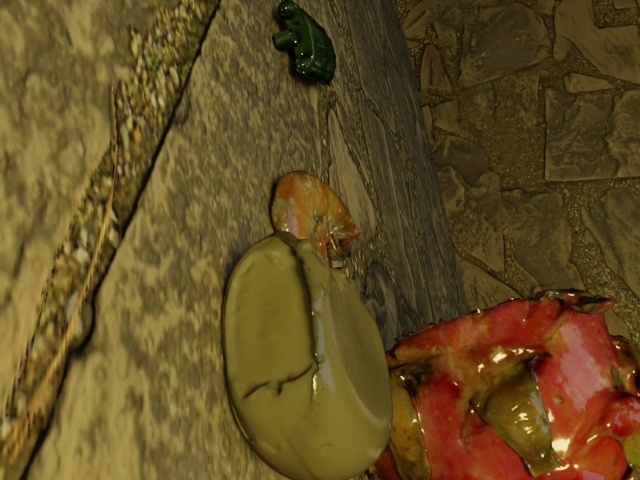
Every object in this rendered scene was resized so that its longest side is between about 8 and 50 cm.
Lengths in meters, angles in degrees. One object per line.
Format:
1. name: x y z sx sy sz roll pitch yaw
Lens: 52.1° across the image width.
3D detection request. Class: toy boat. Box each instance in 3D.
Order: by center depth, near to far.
1. toy boat: -0.013 -0.267 0.907 0.210 0.052 0.104 -30 101 -75

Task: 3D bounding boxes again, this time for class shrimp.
1. shrimp: -0.004 0.000 0.704 0.187 0.052 0.132 26 61 -59

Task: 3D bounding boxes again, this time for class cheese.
1. cheese: -0.002 0.101 0.517 0.202 0.091 0.175 46 31 -62

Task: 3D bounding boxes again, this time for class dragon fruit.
1. dragon fruit: 0.191 0.226 0.652 0.314 0.296 0.263 73 5 -61
